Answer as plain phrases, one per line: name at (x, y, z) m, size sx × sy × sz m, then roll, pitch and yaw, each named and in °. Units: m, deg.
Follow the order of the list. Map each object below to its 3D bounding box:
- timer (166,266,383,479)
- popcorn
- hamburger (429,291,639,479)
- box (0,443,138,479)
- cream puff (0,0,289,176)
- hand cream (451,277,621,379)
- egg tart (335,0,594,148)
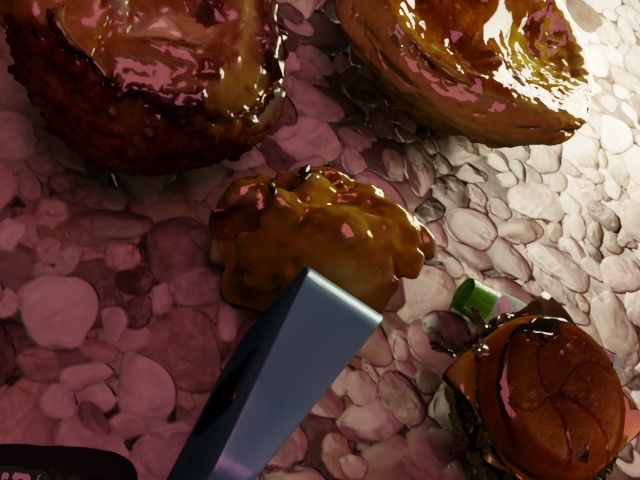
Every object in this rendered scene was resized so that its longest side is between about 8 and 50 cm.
timer at (-0.062, 0.173, 0.720) m, size 0.091 × 0.232 × 0.250 m, roll 35°, pitch 53°, yaw -6°
popcorn at (-0.003, 0.001, 0.885) m, size 0.253 × 0.191 × 0.190 m, roll 24°, pitch 38°, yaw 0°
hamburger at (0.247, 0.193, 0.907) m, size 0.243 × 0.138 × 0.262 m, roll -25°, pitch 82°, yaw -32°
box at (-0.297, 0.307, 0.618) m, size 0.289 × 0.073 × 0.289 m, roll 10°, pitch 57°, yaw -21°
cream puff at (-0.197, -0.221, 0.898) m, size 0.350 × 0.228 × 0.351 m, roll 10°, pitch 64°, yaw -21°
hand cream at (0.307, 0.134, 1.046) m, size 0.275 × 0.050 × 0.079 m, roll 29°, pitch 77°, yaw -13°
egg tart at (0.210, -0.296, 1.179) m, size 0.442 × 0.178 × 0.443 m, roll 12°, pitch 54°, yaw -17°
